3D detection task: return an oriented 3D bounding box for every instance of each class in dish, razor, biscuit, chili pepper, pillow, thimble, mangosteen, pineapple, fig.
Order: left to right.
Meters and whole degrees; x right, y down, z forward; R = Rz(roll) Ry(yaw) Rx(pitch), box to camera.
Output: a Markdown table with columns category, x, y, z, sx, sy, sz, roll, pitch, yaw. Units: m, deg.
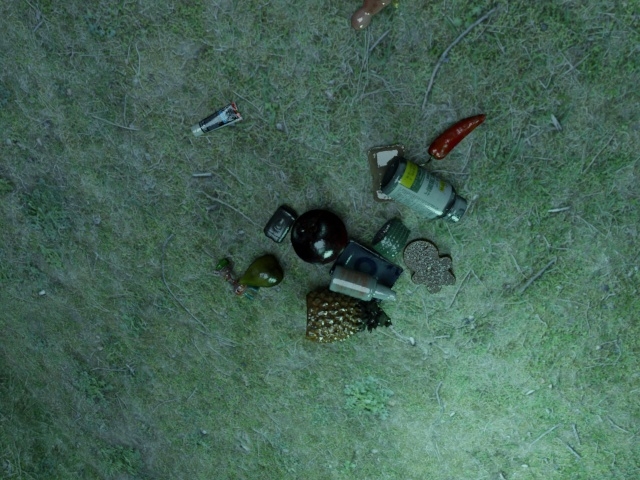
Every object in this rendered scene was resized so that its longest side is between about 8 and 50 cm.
| category | x | y | z | sx | sy | sz | roll | pitch | yaw |
| --- | --- | --- | --- | --- | --- | --- | --- | --- | --- |
| fig | -0.244 | 0.144 | 1.783 | 0.185 | 0.126 | 0.133 | -31 | 108 | -17 |
| razor | -0.157 | -0.065 | 1.742 | 0.090 | 0.054 | 0.148 | 34 | 113 | -4 |
| mangosteen | 0.003 | -0.006 | 1.668 | 0.216 | 0.216 | 0.216 | 4 | 112 | 9 |
| pineapple | 0.118 | 0.301 | 1.761 | 0.357 | 0.223 | 0.223 | 1 | 112 | -2 |
| dish | 0.179 | 0.109 | 1.738 | 0.243 | 0.080 | 0.182 | 30 | 114 | -1 |
| pillow | 0.245 | -0.240 | 1.611 | 0.135 | 0.034 | 0.211 | -7 | 112 | 7 |
| thimble | 0.260 | -0.005 | 1.653 | 0.090 | 0.118 | 0.135 | 38 | 75 | -10 |
| biscuit | 0.416 | 0.096 | 1.713 | 0.180 | 0.039 | 0.236 | -32 | 102 | 23 |
| chili pepper | 0.442 | -0.344 | 1.515 | 0.272 | 0.063 | 0.071 | -41 | 98 | 10 |

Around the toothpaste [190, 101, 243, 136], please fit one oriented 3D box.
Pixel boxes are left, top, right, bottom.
| category | x | y | z | sx | sy | sz | roll | pitch | yaw |
| --- | --- | --- | --- | --- | --- | --- | --- | --- | --- |
| toothpaste | -0.384 | -0.439 | 1.641 | 0.193 | 0.045 | 0.071 | -23 | 114 | 12 |

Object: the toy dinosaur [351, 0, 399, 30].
| category | x | y | z | sx | sy | sz | roll | pitch | yaw |
| --- | --- | --- | --- | --- | --- | --- | --- | --- | --- |
| toy dinosaur | 0.157 | -0.748 | 1.359 | 0.152 | 0.194 | 0.177 | 41 | 92 | -16 |

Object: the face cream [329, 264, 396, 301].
| category | x | y | z | sx | sy | sz | roll | pitch | yaw |
| --- | --- | --- | --- | --- | --- | --- | --- | --- | --- |
| face cream | 0.165 | 0.173 | 1.669 | 0.252 | 0.101 | 0.101 | 16 | 114 | 4 |

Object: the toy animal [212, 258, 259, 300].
| category | x | y | z | sx | sy | sz | roll | pitch | yaw |
| --- | --- | --- | --- | --- | --- | --- | --- | --- | --- |
| toy animal | -0.355 | 0.170 | 1.866 | 0.208 | 0.100 | 0.103 | 36 | 153 | -8 |

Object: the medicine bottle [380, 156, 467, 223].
| category | x | y | z | sx | sy | sz | roll | pitch | yaw |
| --- | --- | --- | --- | --- | --- | --- | --- | --- | --- |
| medicine bottle | 0.365 | -0.165 | 1.549 | 0.293 | 0.141 | 0.141 | 27 | 114 | -13 |
